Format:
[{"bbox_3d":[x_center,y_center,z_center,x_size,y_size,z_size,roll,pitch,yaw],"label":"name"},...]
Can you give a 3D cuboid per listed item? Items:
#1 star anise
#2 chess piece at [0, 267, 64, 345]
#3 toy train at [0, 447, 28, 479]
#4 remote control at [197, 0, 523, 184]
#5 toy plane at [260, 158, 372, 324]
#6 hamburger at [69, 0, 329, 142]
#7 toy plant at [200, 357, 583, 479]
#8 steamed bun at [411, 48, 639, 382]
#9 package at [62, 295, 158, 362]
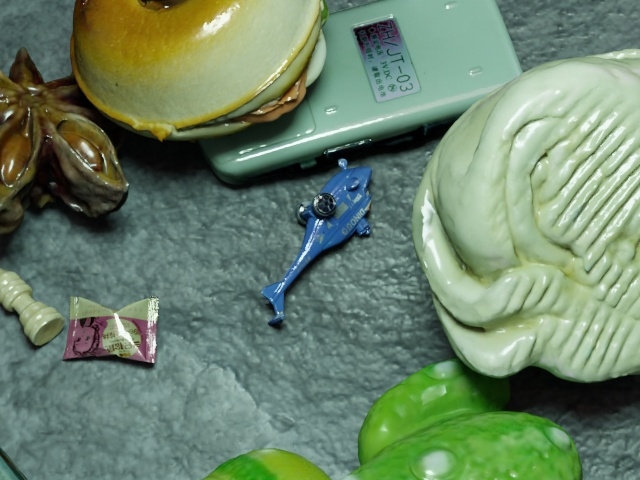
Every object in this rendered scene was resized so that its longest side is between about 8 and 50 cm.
[{"bbox_3d":[-0.270,-0.080,1.612,0.214,0.099,0.220,-9,46,-7],"label":"star anise"},{"bbox_3d":[-0.262,0.048,1.593,0.035,0.035,0.092,-40,67,-15],"label":"chess piece"},{"bbox_3d":[-0.291,0.198,1.497,0.086,0.089,0.409,-39,71,-9],"label":"toy train"},{"bbox_3d":[0.028,-0.141,1.658,0.296,0.056,0.140,-16,64,-5],"label":"remote control"},{"bbox_3d":[0.000,0.000,1.603,0.062,0.054,0.167,40,70,-10],"label":"toy plane"},{"bbox_3d":[-0.108,-0.183,1.580,0.236,0.147,0.237,-10,52,13],"label":"hamburger"},{"bbox_3d":[0.065,0.215,1.444,0.316,0.184,0.224,-24,49,-20],"label":"toy plant"},{"bbox_3d":[0.206,-0.033,1.520,0.280,0.207,0.268,1,104,-18],"label":"steamed bun"},{"bbox_3d":[-0.180,0.076,1.581,0.083,0.029,0.059,-1,73,13],"label":"package"}]
